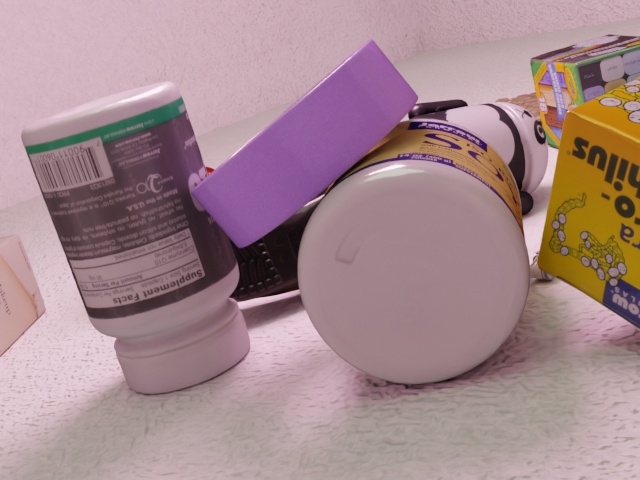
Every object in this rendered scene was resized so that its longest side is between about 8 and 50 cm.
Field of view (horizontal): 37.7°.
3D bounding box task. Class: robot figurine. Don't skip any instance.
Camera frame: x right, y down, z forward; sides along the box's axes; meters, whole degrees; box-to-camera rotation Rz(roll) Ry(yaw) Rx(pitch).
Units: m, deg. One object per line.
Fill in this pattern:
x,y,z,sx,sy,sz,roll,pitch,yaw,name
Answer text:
0.229,-0.128,1.491,0.278,0.209,0.173,-12,4,-22,robot figurine

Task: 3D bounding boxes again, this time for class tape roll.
-0.019,-0.112,1.092,0.275,0.090,0.275,-40,8,7,tape roll

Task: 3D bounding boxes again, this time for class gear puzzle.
0.439,-0.260,2.050,0.175,0.044,0.339,-8,20,25,gear puzzle

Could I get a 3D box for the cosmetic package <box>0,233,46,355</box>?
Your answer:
-0.585,0.114,1.561,0.113,0.160,0.309,-13,16,10,cosmetic package

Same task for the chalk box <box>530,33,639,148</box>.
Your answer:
0.523,-0.259,1.685,0.180,0.179,0.289,-17,16,-4,chalk box

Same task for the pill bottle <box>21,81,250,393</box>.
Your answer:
-0.224,-0.003,1.197,0.204,0.361,0.204,-15,15,4,pill bottle

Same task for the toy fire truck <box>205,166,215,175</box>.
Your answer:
-0.275,-0.127,2.153,0.246,0.158,0.217,-1,18,11,toy fire truck

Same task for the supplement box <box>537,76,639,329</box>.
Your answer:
0.421,-0.068,0.957,0.356,0.195,0.194,-26,44,-31,supplement box

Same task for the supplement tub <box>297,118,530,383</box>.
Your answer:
0.115,-0.007,1.086,0.241,0.241,0.331,-13,16,13,supplement tub

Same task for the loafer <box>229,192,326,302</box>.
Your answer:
0.000,0.000,1.388,0.366,0.134,0.130,-12,-5,-7,loafer

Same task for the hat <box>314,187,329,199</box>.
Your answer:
0.037,-0.097,1.703,0.331,0.134,0.331,-16,15,4,hat

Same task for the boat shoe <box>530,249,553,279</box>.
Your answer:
0.290,0.022,1.199,0.035,0.035,0.100,-4,26,32,boat shoe
